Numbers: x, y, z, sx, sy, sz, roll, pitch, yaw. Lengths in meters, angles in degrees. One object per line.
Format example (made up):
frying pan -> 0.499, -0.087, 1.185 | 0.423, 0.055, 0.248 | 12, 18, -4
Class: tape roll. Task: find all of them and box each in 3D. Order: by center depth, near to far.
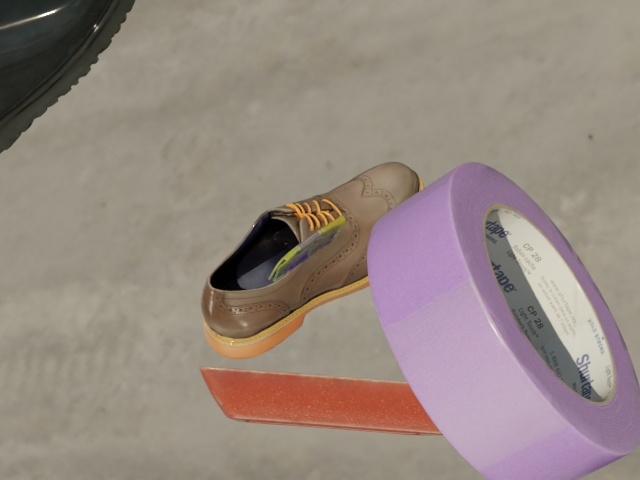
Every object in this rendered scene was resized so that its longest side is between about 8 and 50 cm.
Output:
tape roll -> 0.158, 0.073, 1.136 | 0.090, 0.275, 0.275 | -32, 38, 25

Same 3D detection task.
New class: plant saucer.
plant saucer -> 0.016, 0.161, 1.321 | 0.258, 0.259, 0.048 | 98, 176, -82

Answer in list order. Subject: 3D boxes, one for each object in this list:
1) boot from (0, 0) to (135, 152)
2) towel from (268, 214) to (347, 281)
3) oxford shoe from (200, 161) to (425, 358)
boot -> -0.276, -0.170, 0.980 | 0.246, 0.207, 0.094 | -44, 42, 13
towel -> -0.011, 0.008, 1.302 | 0.083, 0.009, 0.060 | -34, -10, -29
oxford shoe -> 0.000, 0.000, 1.700 | 0.130, 0.133, 0.363 | 35, 61, 27
